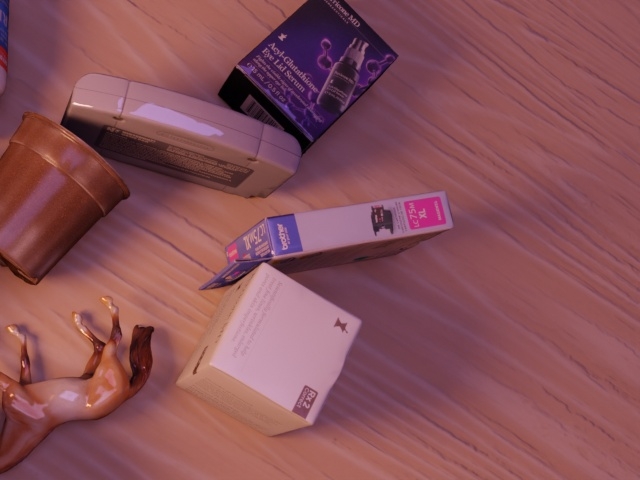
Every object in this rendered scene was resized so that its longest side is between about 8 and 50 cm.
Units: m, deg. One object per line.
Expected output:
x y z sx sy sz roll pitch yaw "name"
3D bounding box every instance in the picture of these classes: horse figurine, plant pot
-0.318 0.173 1.349 0.263 0.066 0.175 -14 75 -21 "horse figurine"
-0.354 -0.045 1.354 0.167 0.167 0.165 38 74 -7 "plant pot"

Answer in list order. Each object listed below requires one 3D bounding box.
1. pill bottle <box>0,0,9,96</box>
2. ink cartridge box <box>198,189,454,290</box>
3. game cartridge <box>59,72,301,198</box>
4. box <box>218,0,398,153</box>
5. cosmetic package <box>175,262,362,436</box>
-0.460 -0.244 1.382 0.124 0.124 0.222 2 75 -20 "pill bottle"
0.000 0.000 1.451 0.311 0.186 0.065 -12 82 -23 "ink cartridge box"
-0.183 -0.132 1.414 0.297 0.198 0.062 16 70 -16 "game cartridge"
-0.017 -0.237 1.556 0.153 0.108 0.207 44 65 -4 "box"
-0.068 0.145 1.385 0.151 0.183 0.151 31 66 -10 "cosmetic package"
